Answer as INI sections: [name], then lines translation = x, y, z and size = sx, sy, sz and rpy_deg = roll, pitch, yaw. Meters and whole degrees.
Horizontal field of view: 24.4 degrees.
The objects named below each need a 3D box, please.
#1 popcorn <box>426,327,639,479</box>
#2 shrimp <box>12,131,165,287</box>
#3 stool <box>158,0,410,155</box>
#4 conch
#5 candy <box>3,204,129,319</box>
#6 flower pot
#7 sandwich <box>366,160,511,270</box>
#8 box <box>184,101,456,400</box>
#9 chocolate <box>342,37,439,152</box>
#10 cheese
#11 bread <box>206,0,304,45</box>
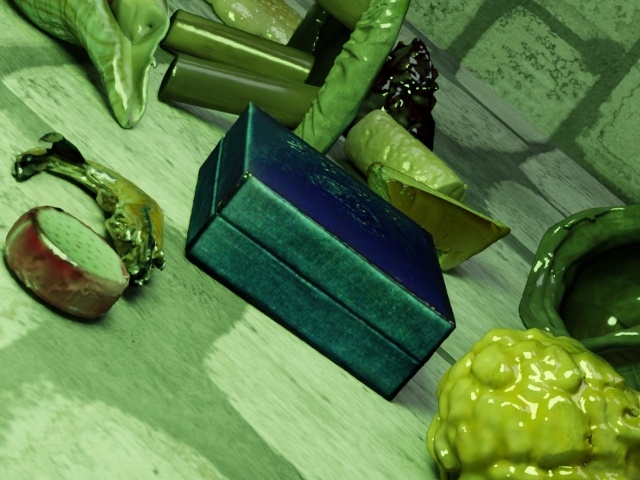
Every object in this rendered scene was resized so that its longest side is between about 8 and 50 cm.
[popcorn]
translation = 0.221, 0.192, 1.388
size = 0.250, 0.190, 0.250
rpy_deg = 29, 8, -4
[shrimp]
translation = -0.196, -0.034, 1.302
size = 0.152, 0.046, 0.219
rpy_deg = 32, 13, -25
[stool]
translation = -0.051, -0.273, 1.856
size = 0.226, 0.310, 0.310
rpy_deg = 25, 18, -14
[conch]
translation = -0.273, -0.293, 1.684
size = 0.203, 0.170, 0.386
rpy_deg = -8, 81, -39
[candy]
translation = -0.200, 0.016, 1.167
size = 0.103, 0.043, 0.103
rpy_deg = 35, 16, -12
[flower pot]
translation = 0.415, 0.081, 1.879
size = 0.213, 0.302, 0.302
rpy_deg = 52, 6, -36
[sandwich]
translation = 0.141, -0.026, 1.975
size = 0.244, 0.088, 0.090
rpy_deg = 22, 14, -37
[box]
translation = 0.000, 0.000, 1.541
size = 0.261, 0.116, 0.279
rpy_deg = 35, 15, -13
[chocolate]
translation = 0.123, -0.229, 2.320
size = 0.206, 0.177, 0.224
rpy_deg = 16, 29, -54
[cheese]
translation = 0.119, -0.101, 2.098
size = 0.167, 0.094, 0.123
rpy_deg = 46, 8, 24
[bread]
translation = -0.114, -0.395, 2.468
size = 0.316, 0.054, 0.316
rpy_deg = 37, 17, -14
